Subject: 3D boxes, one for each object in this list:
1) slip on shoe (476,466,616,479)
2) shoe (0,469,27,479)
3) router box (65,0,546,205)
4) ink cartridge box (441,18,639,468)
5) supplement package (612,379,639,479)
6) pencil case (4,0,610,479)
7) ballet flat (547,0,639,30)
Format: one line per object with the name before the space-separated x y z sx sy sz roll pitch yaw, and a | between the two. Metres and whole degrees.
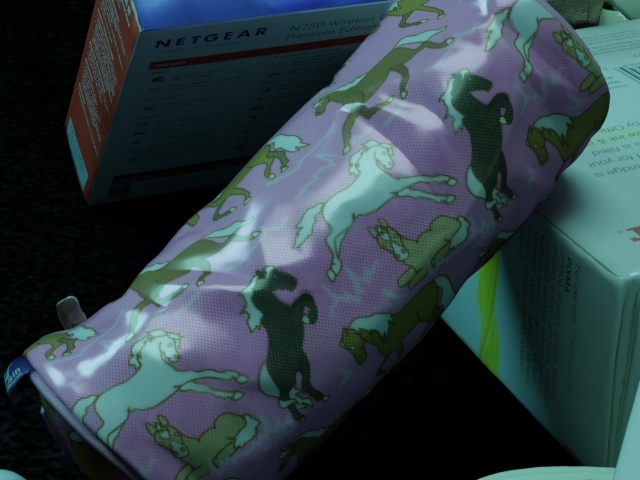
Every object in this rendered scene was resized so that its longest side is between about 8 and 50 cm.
slip on shoe | 0.230 0.177 0.787 0.331 0.123 0.101 -1 49 -3
shoe | -0.207 0.191 0.797 0.081 0.063 0.178 26 42 37
router box | -0.017 -0.148 1.218 0.335 0.301 0.082 -10 71 -20
ink cartridge box | 0.226 -0.013 1.080 0.279 0.160 0.385 -11 28 -19
supplement package | 0.185 0.189 0.583 0.177 0.175 0.293 10 49 18
pencil case | 0.000 0.000 0.891 0.167 0.160 0.386 44 77 5
ballet flat | 0.257 -0.180 1.344 0.106 0.108 0.316 -11 -11 24
